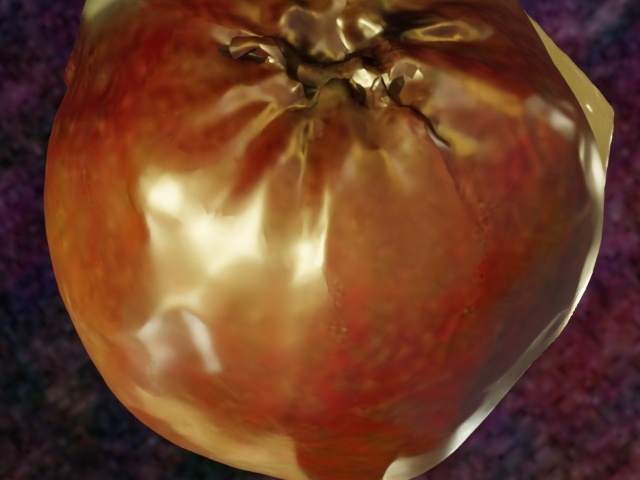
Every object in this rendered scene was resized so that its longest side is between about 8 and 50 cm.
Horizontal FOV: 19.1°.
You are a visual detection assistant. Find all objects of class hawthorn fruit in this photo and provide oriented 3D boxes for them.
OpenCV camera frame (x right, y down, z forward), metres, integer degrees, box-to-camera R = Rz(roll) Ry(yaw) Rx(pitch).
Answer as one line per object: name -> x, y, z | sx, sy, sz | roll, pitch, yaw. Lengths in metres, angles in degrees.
hawthorn fruit -> -0.001, -0.018, 1.020 | 0.308, 0.308, 0.325 | -37, 169, -8

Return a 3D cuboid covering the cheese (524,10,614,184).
cheese -> 0.105, -0.100, 1.524 | 0.124, 0.265, 0.242 | -26, -149, 40
